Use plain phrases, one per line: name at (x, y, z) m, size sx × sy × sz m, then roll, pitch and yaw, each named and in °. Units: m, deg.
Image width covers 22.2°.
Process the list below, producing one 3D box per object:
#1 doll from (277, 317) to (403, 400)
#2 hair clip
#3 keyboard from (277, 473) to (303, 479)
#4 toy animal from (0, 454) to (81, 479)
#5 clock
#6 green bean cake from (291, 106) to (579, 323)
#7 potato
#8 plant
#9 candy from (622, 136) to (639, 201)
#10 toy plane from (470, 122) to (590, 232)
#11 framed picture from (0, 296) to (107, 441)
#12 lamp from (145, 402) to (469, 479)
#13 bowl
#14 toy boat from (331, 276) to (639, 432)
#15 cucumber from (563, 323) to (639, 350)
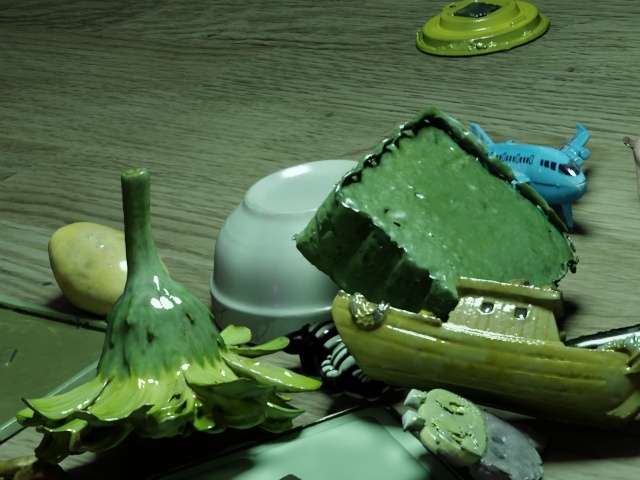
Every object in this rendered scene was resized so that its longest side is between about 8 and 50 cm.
doll at (0.029, 0.124, 1.706) m, size 0.091 × 0.067 × 0.219 m, roll -22°, pitch 19°, yaw -16°
hair clip at (0.141, 0.183, 1.490) m, size 0.146 × 0.056 × 0.187 m, roll 27°, pitch 7°, yaw -3°
keyboard at (0.017, 0.250, 1.381) m, size 0.061 × 0.013 × 0.204 m, roll -26°, pitch 31°, yaw -33°
toy animal at (-0.267, 0.258, 1.558) m, size 0.275 × 0.054 × 0.149 m, roll -1°, pitch 27°, yaw 21°
clock at (0.274, -0.376, 2.785) m, size 0.237 × 0.057 × 0.237 m, roll -9°, pitch 24°, yaw 4°
green bean cake at (0.132, 0.006, 1.745) m, size 0.255 × 0.132 × 0.241 m, roll 40°, pitch 39°, yaw 5°
potato at (-0.262, 0.040, 1.994) m, size 0.178 × 0.118 × 0.109 m, roll 24°, pitch 75°, yaw 34°
plant at (-0.182, 0.117, 1.601) m, size 0.261 × 0.297 × 0.306 m, roll -38°, pitch 9°, yaw 8°
candy at (0.495, -0.091, 1.968) m, size 0.255 × 0.094 × 0.255 m, roll -9°, pitch 23°, yaw 4°
toy plane at (0.255, -0.083, 2.047) m, size 0.254 × 0.105 × 0.271 m, roll -20°, pitch 26°, yaw -19°
framed picture at (-0.399, 0.141, 1.927) m, size 0.335 × 0.022 × 0.247 m, roll 8°, pitch 30°, yaw 38°
lamp at (-0.006, 0.247, 1.471) m, size 0.266 × 0.047 × 0.269 m, roll -18°, pitch 24°, yaw -16°
bowl at (0.000, 0.000, 1.923) m, size 0.287 × 0.144 × 0.287 m, roll -10°, pitch 24°, yaw 4°
toy boat at (0.166, 0.095, 1.560) m, size 0.321 × 0.121 × 0.089 m, roll 11°, pitch -12°, yaw 14°
cucumber at (0.314, 0.116, 1.600) m, size 0.241 × 0.074 × 0.074 m, roll -8°, pitch 23°, yaw 11°
